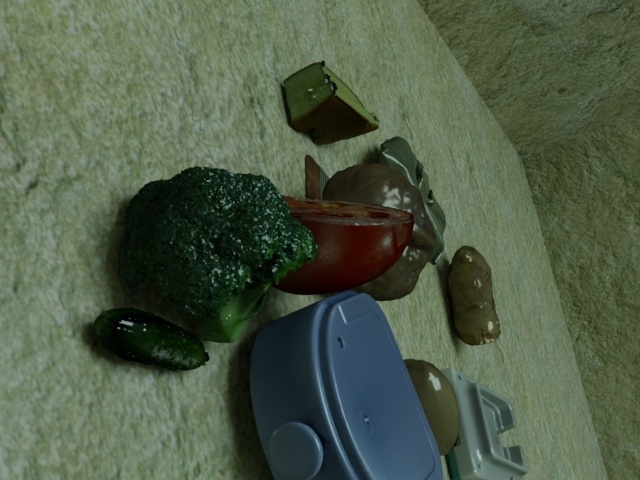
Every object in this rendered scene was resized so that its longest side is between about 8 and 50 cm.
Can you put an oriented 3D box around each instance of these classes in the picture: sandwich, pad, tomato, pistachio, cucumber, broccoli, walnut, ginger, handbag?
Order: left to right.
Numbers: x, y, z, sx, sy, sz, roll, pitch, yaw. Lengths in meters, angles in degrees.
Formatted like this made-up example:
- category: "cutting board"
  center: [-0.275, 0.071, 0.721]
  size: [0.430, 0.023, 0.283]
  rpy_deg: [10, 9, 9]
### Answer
- category: "cucumber"
  center: [-0.208, 0.132, 1.210]
  size: [0.227, 0.069, 0.069]
  rpy_deg: [34, 38, -60]
- category: "broccoli"
  center: [-0.152, 0.025, 1.287]
  size: [0.254, 0.269, 0.269]
  rpy_deg: [-22, 88, -25]
- category: "tomato"
  center: [-0.006, 0.010, 1.539]
  size: [0.338, 0.338, 0.144]
  rpy_deg: [-20, 116, -68]
- category: "sandwich"
  center: [0.025, -0.287, 2.069]
  size: [0.235, 0.128, 0.122]
  rpy_deg: [31, 38, -57]
- category: "pad"
  center: [0.056, -0.128, 2.071]
  size: [0.250, 0.055, 0.323]
  rpy_deg: [47, 46, -39]
- category: "walnut"
  center: [0.097, -0.016, 1.825]
  size: [0.227, 0.273, 0.273]
  rpy_deg: [37, -4, 45]
- category: "handbag"
  center: [0.228, -0.116, 2.387]
  size: [0.316, 0.109, 0.253]
  rpy_deg: [60, 18, -14]
- category: "pistachio"
  center: [0.209, 0.332, 1.895]
  size: [0.136, 0.135, 0.226]
  rpy_deg: [-66, 136, -61]
- category: "ginger"
  center: [0.403, 0.143, 2.499]
  size: [0.190, 0.126, 0.354]
  rpy_deg: [74, 8, -45]

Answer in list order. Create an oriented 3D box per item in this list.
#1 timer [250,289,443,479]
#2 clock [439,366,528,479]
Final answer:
- category: "timer"
  center: [0.021, 0.277, 1.436]
  size: [0.395, 0.173, 0.395]
  rpy_deg: [50, 28, -39]
- category: "clock"
  center: [0.364, 0.435, 2.144]
  size: [0.231, 0.116, 0.262]
  rpy_deg: [39, 34, -48]
